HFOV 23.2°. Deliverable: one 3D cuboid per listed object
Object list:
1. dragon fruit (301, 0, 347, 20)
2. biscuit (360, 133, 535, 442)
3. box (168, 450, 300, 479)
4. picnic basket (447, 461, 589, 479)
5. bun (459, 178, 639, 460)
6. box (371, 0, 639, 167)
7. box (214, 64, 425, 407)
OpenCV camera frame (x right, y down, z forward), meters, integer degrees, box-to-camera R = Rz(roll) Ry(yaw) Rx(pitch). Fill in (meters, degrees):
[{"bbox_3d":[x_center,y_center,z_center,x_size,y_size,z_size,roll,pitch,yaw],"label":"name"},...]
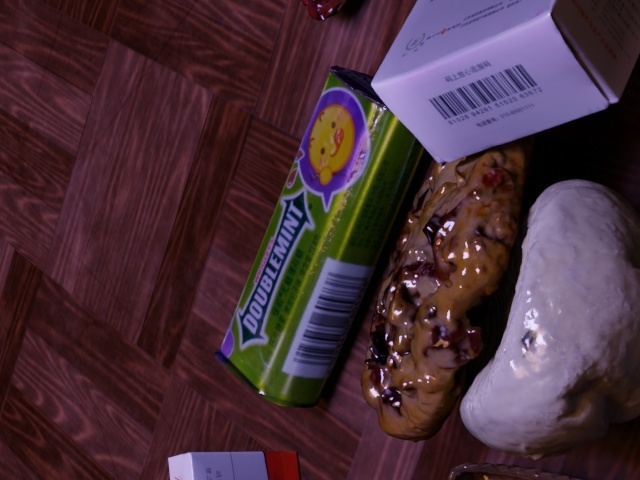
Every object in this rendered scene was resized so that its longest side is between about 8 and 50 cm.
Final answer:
[{"bbox_3d":[0.010,-0.327,1.704,0.127,0.120,0.161,-22,94,2],"label":"dragon fruit"},{"bbox_3d":[0.107,0.020,1.410,0.289,0.081,0.334,115,173,-46],"label":"biscuit"},{"bbox_3d":[-0.087,0.277,1.664,0.048,0.152,0.100,-18,71,42],"label":"box"},{"bbox_3d":[0.197,0.261,1.423,0.193,0.055,0.110,3,86,49],"label":"picnic basket"},{"bbox_3d":[0.218,0.073,1.315,0.259,0.160,0.259,-164,90,-89],"label":"bun"},{"bbox_3d":[0.193,-0.222,1.341,0.200,0.106,0.299,-17,36,46],"label":"box"},{"bbox_3d":[0.000,0.000,1.645,0.134,0.097,0.346,41,115,45],"label":"box"}]
